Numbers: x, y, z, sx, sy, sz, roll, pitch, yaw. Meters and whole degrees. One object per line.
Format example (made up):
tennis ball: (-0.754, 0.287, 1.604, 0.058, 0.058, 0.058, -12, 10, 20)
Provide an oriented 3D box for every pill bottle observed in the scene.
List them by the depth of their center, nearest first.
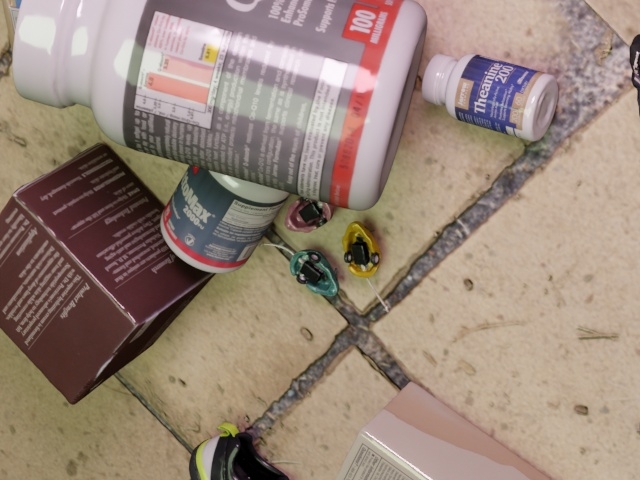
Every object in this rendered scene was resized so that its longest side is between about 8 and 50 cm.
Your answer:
pill bottle: (0.161, -0.141, 1.679, 0.120, 0.067, 0.067, 18, 121, 24)
pill bottle: (-0.095, -0.171, 1.679, 0.363, 0.210, 0.210, 15, 122, 4)
pill bottle: (-0.088, -0.061, 1.851, 0.108, 0.108, 0.180, 40, 127, 9)

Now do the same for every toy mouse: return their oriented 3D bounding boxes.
toy mouse: (0.000, 0.000, 1.874, 0.143, 0.031, 0.161, -3, 110, 33)

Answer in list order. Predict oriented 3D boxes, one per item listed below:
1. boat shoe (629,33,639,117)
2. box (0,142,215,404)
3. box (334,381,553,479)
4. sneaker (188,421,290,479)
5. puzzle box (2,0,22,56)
boat shoe: (0.428, -0.084, 1.511, 0.340, 0.127, 0.158, 19, 128, 36)
box: (-0.263, 0.036, 1.972, 0.203, 0.167, 0.168, 47, 128, 4)
box: (0.169, 0.308, 1.860, 0.311, 0.121, 0.148, 36, 127, 13)
sneaker: (-0.067, 0.322, 2.041, 0.097, 0.084, 0.235, -31, 94, 37)
puzzle box: (-0.230, -0.335, 1.812, 0.272, 0.052, 0.409, 11, 125, 27)
